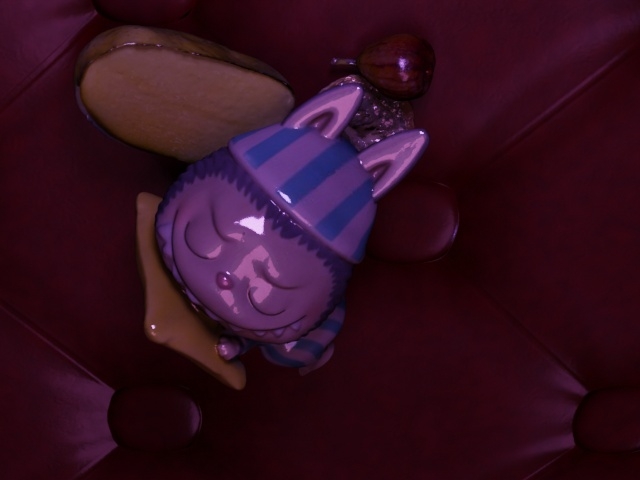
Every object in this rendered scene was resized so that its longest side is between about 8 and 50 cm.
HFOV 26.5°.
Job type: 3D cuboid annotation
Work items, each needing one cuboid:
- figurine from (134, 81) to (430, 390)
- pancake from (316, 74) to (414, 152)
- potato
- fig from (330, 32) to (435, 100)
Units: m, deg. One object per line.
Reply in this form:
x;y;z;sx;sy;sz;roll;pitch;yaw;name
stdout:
0.000;0.000;1.675;0.377;0.266;0.361;-30;153;23;figurine
0.045;-0.145;1.766;0.158;0.028;0.158;-1;121;-1;pancake
-0.176;-0.195;1.670;0.271;0.111;0.160;11;131;-27;potato
0.078;-0.220;1.697;0.125;0.089;0.089;13;126;21;fig
